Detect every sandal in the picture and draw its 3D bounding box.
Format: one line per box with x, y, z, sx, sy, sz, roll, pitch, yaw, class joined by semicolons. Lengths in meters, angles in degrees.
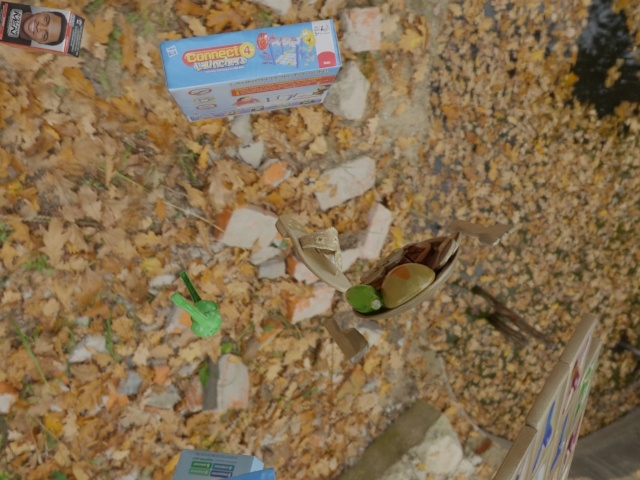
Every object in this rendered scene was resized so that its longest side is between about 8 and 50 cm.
-0.004;-0.001;1.163;0.088;0.240;0.079;12;116;-46;sandal

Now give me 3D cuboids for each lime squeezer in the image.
-0.229;0.122;1.074;0.110;0.310;0.059;39;87;-11;lime squeezer

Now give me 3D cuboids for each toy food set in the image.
0.079;0.028;0.575;0.192;0.132;0.038;-38;103;-7;toy food set

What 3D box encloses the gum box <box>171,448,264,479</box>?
-0.194;0.454;0.998;0.041;0.157;0.184;58;37;-44;gum box

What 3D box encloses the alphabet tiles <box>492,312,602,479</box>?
0.128;0.230;0.400;0.285;0.011;0.342;-35;133;-45;alphabet tiles

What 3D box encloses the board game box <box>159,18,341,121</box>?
-0.133;-0.322;1.165;0.308;0.302;0.086;-10;92;-6;board game box

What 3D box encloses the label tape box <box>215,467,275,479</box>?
-0.110;0.411;0.546;0.241;0.106;0.333;-1;77;-31;label tape box

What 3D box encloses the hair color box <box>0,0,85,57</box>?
-0.481;-0.361;1.014;0.043;0.141;0.072;-6;107;-76;hair color box
